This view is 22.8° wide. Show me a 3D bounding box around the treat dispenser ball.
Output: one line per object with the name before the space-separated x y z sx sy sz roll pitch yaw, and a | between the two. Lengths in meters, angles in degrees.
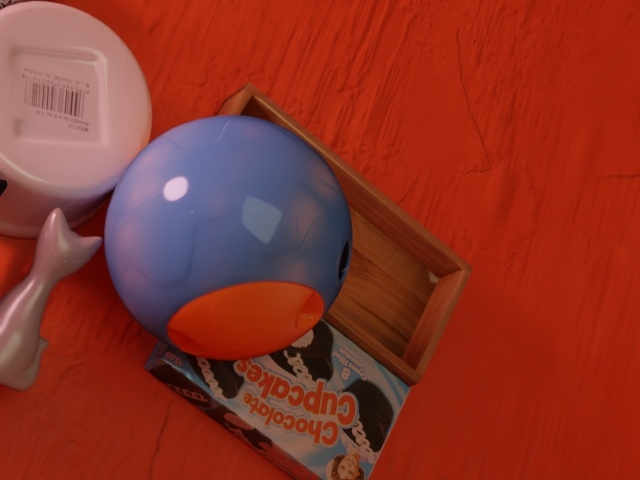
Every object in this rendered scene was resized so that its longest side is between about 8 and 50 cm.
treat dispenser ball | -0.106 -0.004 1.845 0.288 0.288 0.288 11 69 -30

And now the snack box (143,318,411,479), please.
snack box | -0.049 0.177 2.026 0.322 0.060 0.187 38 58 -17

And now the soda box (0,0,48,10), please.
soda box | -0.386 -0.316 1.968 0.183 0.063 0.058 -29 91 -36

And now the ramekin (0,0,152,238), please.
ramekin | -0.337 -0.152 1.903 0.277 0.135 0.277 11 68 -30

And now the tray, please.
tray | 0.000 0.000 2.110 0.411 0.076 0.203 39 57 -17

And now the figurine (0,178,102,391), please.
figurine | -0.377 0.034 1.795 0.215 0.092 0.209 31 85 -22
